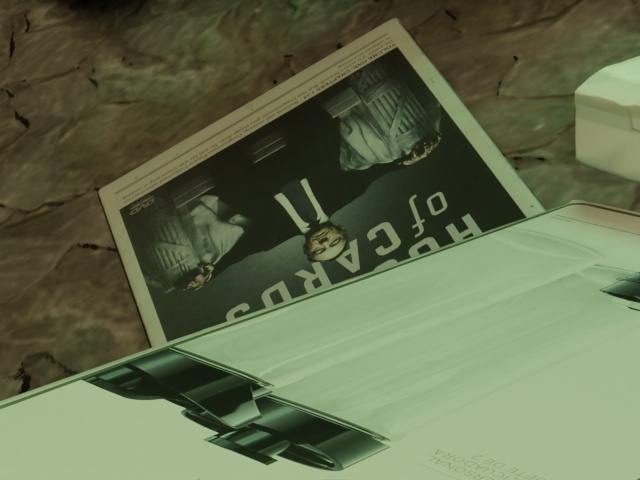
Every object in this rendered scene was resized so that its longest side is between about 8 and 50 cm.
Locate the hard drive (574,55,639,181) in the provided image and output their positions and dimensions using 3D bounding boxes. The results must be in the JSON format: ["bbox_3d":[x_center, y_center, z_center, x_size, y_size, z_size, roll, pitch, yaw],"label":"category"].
[{"bbox_3d":[0.263,-0.028,0.534,0.203,0.040,0.307,-20,27,-33],"label":"hard drive"}]

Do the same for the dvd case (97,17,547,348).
[{"bbox_3d":[0.000,0.000,0.755,0.179,0.029,0.238,-30,35,1],"label":"dvd case"}]

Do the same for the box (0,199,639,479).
[{"bbox_3d":[0.048,0.073,0.467,0.290,0.087,0.169,-18,24,-41],"label":"box"}]
